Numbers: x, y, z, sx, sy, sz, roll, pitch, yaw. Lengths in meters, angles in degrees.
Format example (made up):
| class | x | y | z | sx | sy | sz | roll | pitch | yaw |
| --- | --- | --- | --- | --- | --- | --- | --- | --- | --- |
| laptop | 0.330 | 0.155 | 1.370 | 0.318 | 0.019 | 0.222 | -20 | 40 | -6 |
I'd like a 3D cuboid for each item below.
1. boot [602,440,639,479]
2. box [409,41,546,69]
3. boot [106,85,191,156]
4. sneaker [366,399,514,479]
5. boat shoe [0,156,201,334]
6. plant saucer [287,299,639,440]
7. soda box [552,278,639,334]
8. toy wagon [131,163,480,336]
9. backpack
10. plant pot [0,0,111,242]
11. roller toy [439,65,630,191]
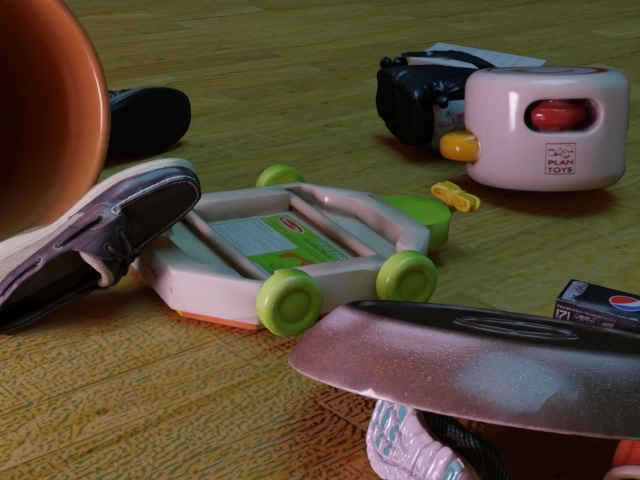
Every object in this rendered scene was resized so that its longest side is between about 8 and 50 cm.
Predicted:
| class | x | y | z | sx | sy | sz | roll | pitch | yaw |
| --- | --- | --- | --- | --- | --- | --- | --- | --- | --- |
| boot | 0.265 | 0.165 | 0.721 | 0.158 | 0.059 | 0.084 | 9 | 24 | 35 |
| box | 0.224 | -0.220 | 1.599 | 0.170 | 0.091 | 0.130 | 13 | 24 | 21 |
| boot | -0.295 | -0.156 | 1.360 | 0.179 | 0.085 | 0.236 | 18 | 26 | 36 |
| sneaker | 0.085 | 0.148 | 0.740 | 0.076 | 0.065 | 0.166 | 18 | 16 | -23 |
| boat shoe | -0.193 | 0.010 | 0.935 | 0.223 | 0.080 | 0.073 | -29 | 52 | -11 |
| plant saucer | 0.133 | 0.081 | 0.768 | 0.311 | 0.050 | 0.310 | 6 | 1 | 0 |
| soda box | 0.276 | 0.085 | 0.906 | 0.169 | 0.060 | 0.053 | 15 | 26 | 23 |
| toy wagon | 0.000 | 0.000 | 1.056 | 0.344 | 0.068 | 0.267 | -8 | 26 | -28 |
| backpack | 0.176 | -0.178 | 1.460 | 0.182 | 0.115 | 0.152 | -4 | 35 | -22 |
| plant pot | -0.372 | -0.116 | 1.036 | 0.291 | 0.291 | 0.203 | -12 | 10 | -34 |
| roller toy | 0.266 | -0.129 | 1.312 | 0.209 | 0.146 | 0.191 | -13 | 17 | -43 |
